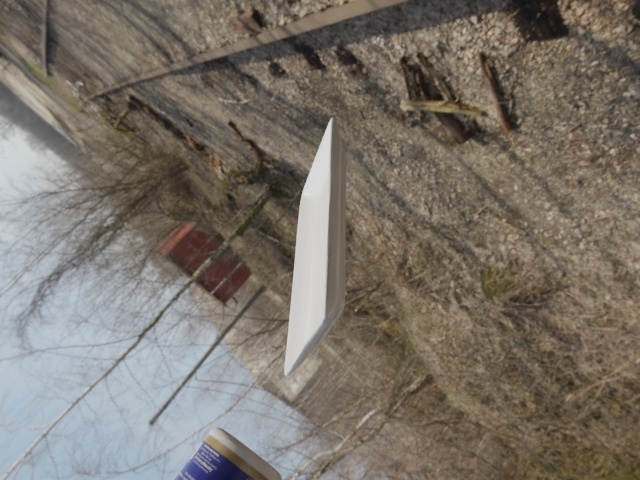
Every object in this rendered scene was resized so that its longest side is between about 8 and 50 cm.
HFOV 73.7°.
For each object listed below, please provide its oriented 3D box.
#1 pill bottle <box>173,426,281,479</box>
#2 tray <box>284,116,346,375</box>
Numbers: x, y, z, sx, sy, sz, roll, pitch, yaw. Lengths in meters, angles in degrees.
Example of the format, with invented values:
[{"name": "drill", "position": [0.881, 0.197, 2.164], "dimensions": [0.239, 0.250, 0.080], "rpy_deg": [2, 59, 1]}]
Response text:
[{"name": "pill bottle", "position": [-0.194, 0.456, 0.679], "dimensions": [0.153, 0.264, 0.153], "rpy_deg": [28, 150, 18]}, {"name": "tray", "position": [0.000, 0.000, 0.480], "dimensions": [0.030, 0.270, 0.145], "rpy_deg": [12, 142, -11]}]
